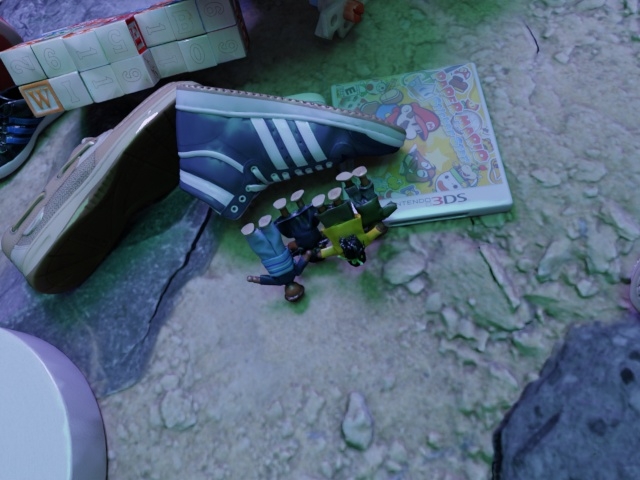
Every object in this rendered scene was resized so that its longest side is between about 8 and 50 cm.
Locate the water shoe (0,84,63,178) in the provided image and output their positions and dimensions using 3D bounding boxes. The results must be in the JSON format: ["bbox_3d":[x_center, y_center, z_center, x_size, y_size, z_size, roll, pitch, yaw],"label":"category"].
[{"bbox_3d":[-0.474,-0.187,0.701,0.073,0.080,0.203,25,74,18],"label":"water shoe"}]

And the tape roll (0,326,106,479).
[{"bbox_3d":[-0.438,0.286,0.510,0.392,0.072,0.392,-3,68,8],"label":"tape roll"}]

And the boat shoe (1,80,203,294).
[{"bbox_3d":[-0.285,-0.094,0.612,0.110,0.121,0.341,35,78,19],"label":"boat shoe"}]

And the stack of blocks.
[{"bbox_3d":[-0.259,-0.279,0.659,0.297,0.087,0.171,-13,34,3],"label":"stack of blocks"}]

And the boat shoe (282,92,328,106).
[{"bbox_3d":[-0.075,-0.151,0.641,0.184,0.066,0.063,-11,66,-6],"label":"boat shoe"}]

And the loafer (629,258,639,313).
[{"bbox_3d":[0.445,-0.009,0.488,0.268,0.092,0.102,-45,66,7],"label":"loafer"}]

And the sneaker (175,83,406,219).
[{"bbox_3d":[-0.042,-0.098,0.578,0.282,0.099,0.153,8,104,-3],"label":"sneaker"}]

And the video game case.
[{"bbox_3d":[0.126,-0.130,0.617,0.206,0.026,0.227,-8,67,5],"label":"video game case"}]

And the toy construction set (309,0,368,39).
[{"bbox_3d":[-0.037,-0.458,0.705,0.328,0.151,0.215,42,53,12],"label":"toy construction set"}]

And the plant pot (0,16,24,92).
[{"bbox_3d":[-0.601,-0.286,0.676,0.243,0.275,0.275,28,75,9],"label":"plant pot"}]

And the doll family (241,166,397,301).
[{"bbox_3d":[0.000,0.000,0.544,0.193,0.111,0.076,-18,31,14],"label":"doll family"}]
